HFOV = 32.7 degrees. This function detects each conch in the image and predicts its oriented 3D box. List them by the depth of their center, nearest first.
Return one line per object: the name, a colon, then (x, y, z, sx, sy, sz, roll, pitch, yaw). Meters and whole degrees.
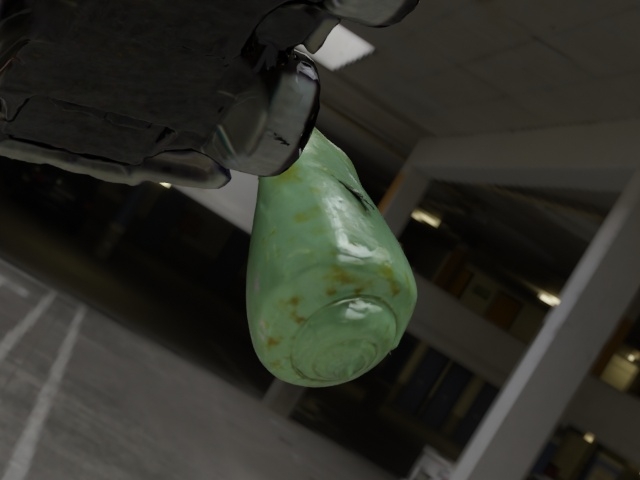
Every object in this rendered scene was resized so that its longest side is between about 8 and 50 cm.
conch: (0.009, 0.015, 0.925, 0.143, 0.137, 0.251, 8, 35, -6)

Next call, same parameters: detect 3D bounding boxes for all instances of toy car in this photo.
toy car: (-0.068, -0.139, 0.466, 0.172, 0.235, 0.158, 12, 50, -33)
